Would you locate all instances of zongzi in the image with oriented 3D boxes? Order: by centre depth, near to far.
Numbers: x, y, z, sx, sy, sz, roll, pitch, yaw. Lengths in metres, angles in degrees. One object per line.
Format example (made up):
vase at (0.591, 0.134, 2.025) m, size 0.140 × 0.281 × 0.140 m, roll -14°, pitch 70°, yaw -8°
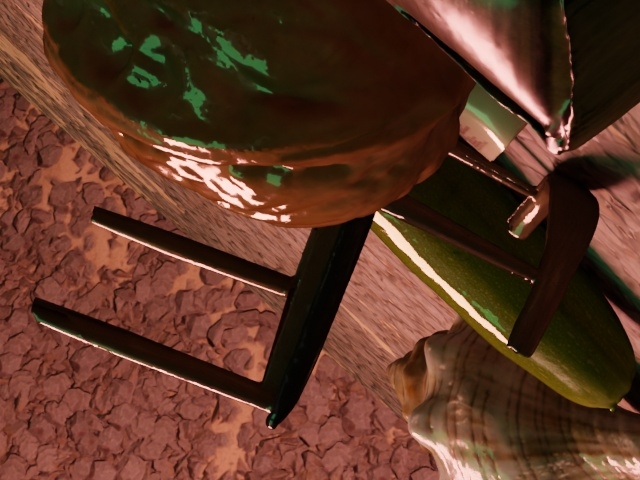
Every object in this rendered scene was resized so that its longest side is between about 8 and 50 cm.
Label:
zongzi at (0.026, -0.164, 0.519) m, size 0.221 × 0.112 × 0.242 m, roll 40°, pitch 164°, yaw 29°

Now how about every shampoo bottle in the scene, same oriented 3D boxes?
shampoo bottle at (0.049, -0.108, 0.905) m, size 0.152 × 0.045 × 0.077 m, roll 41°, pitch 175°, yaw 2°

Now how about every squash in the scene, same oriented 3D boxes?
squash at (0.097, 0.000, 1.107) m, size 0.292 × 0.082 × 0.082 m, roll 44°, pitch 172°, yaw -16°

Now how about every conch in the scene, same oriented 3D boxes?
conch at (0.176, 0.161, 1.303) m, size 0.203 × 0.170 × 0.386 m, roll 16°, pitch -165°, yaw -41°

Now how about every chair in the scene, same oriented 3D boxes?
chair at (0.000, 0.000, 0.969) m, size 0.272 × 0.166 × 0.188 m, roll 21°, pitch -159°, yaw -1°

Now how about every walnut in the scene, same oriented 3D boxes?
walnut at (-0.019, -0.104, 0.773) m, size 0.213 × 0.213 × 0.213 m, roll 42°, pitch 172°, yaw 7°
